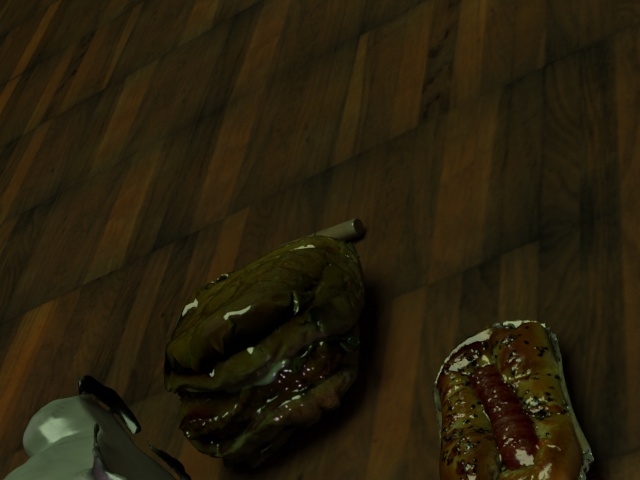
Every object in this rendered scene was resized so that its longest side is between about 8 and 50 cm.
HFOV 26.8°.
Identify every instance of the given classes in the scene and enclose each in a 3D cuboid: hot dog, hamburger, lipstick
[{"bbox_3d":[0.125,0.126,0.916,0.108,0.059,0.191,-27,29,16],"label":"hot dog"},{"bbox_3d":[-0.052,0.076,1.125,0.183,0.130,0.206,-28,29,18],"label":"hamburger"},{"bbox_3d":[0.000,0.000,1.276,0.094,0.019,0.019,-20,35,34],"label":"lipstick"}]

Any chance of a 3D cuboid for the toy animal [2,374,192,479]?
[{"bbox_3d":[-0.218,0.305,0.968,0.357,0.194,0.258,-47,38,5],"label":"toy animal"}]
